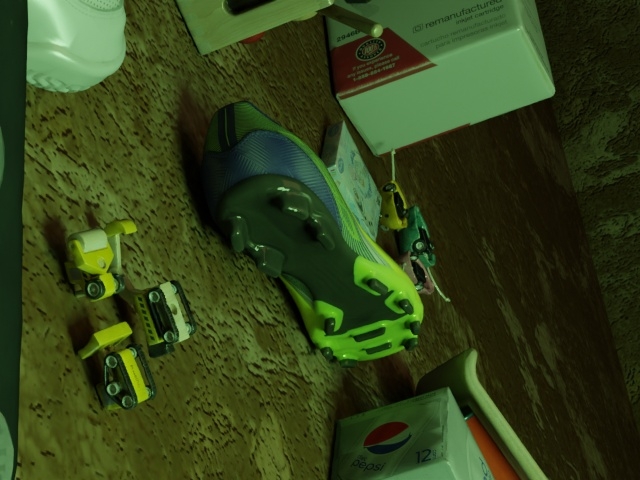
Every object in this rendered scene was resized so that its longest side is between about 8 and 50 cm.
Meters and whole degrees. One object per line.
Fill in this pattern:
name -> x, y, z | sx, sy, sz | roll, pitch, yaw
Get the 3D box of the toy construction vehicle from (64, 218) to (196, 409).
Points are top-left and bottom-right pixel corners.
toy construction vehicle -> -0.111, 0.040, 0.829 | 0.086, 0.035, 0.098 | -26, 95, -62

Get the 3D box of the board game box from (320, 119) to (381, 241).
board game box -> 0.028, -0.051, 1.378 | 0.090, 0.020, 0.090 | -78, 147, -59

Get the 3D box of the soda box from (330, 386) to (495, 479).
soda box -> 0.109, 0.257, 1.175 | 0.091, 0.098, 0.286 | -81, 148, -58

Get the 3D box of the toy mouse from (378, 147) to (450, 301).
toy mouse -> 0.087, 0.013, 1.477 | 0.161, 0.031, 0.143 | -88, 153, -50

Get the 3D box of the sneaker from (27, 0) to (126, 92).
sneaker -> -0.139, -0.250, 0.727 | 0.137, 0.210, 0.366 | -80, 148, -57

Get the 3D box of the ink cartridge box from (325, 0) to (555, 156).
ink cartridge box -> 0.111, -0.248, 1.545 | 0.114, 0.197, 0.273 | 52, 25, -48

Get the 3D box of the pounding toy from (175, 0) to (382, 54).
pounding toy -> -0.028, -0.195, 1.142 | 0.130, 0.141, 0.100 | -70, 139, -65

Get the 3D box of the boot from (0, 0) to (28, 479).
boot -> -0.122, 0.041, 0.479 | 0.367, 0.146, 0.445 | 17, 64, -69

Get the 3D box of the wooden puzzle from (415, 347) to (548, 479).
wooden puzzle -> 0.154, 0.214, 1.274 | 0.239, 0.044, 0.221 | 60, -11, 7

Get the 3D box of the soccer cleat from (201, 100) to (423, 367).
soccer cleat -> 0.001, -0.001, 1.119 | 0.289, 0.093, 0.121 | 50, 20, -52
